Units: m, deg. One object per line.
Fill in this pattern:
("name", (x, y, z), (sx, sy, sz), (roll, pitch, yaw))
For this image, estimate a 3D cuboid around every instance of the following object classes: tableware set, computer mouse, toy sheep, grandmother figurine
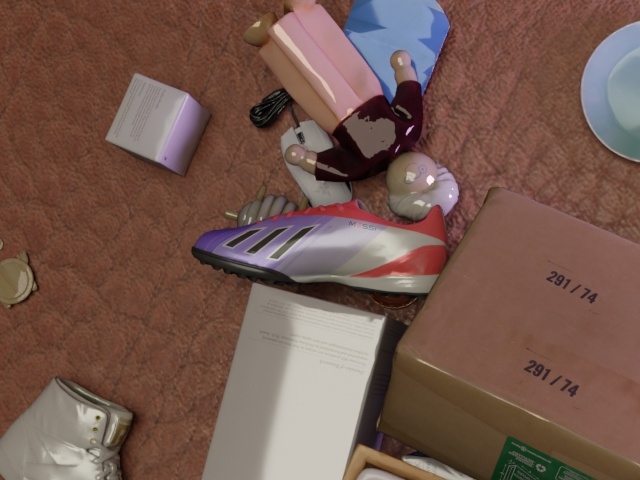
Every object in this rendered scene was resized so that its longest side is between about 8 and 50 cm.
("tableware set", (-0.486, 0.058, 1.746), (0.168, 0.020, 0.141), (-41, 77, 3))
("computer mouse", (-0.017, -0.124, 1.649), (0.106, 0.042, 0.193), (-28, 76, 7))
("toy sheep", (-0.062, -0.021, 1.624), (0.132, 0.091, 0.091), (13, 85, 10))
("grandmother figurine", (0.045, -0.158, 1.590), (0.208, 0.104, 0.342), (-42, 83, 8))

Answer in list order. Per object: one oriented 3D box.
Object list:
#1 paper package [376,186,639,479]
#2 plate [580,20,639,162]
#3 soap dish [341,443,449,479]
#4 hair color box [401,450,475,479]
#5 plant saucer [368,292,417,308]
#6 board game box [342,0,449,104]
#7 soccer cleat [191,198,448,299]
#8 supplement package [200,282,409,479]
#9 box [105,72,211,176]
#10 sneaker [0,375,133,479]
("paper package", (0.270, 0.138, 1.412), (0.324, 0.168, 0.309), (24, 52, 15))
("plate", (0.423, -0.187, 1.565), (0.188, 0.024, 0.188), (-2, 82, 13))
("soap dish", (0.132, 0.380, 1.371), (0.290, 0.118, 0.229), (22, 90, 4))
("hair color box", (0.262, 0.360, 1.480), (0.338, 0.110, 0.185), (3, 83, 15))
("plant saucer", (0.097, 0.047, 1.612), (0.083, 0.013, 0.084), (-2, 82, 13))
("board game box", (0.094, -0.256, 1.649), (0.133, 0.033, 0.169), (22, 94, 13))
("soccer cleat", (0.000, 0.000, 1.537), (0.318, 0.108, 0.117), (6, 94, 8))
("supplement package", (-0.019, 0.220, 1.529), (0.175, 0.177, 0.293), (13, 85, 15))
("box", (-0.216, -0.154, 1.670), (0.087, 0.102, 0.101), (23, 87, 17))
("sneaker", (-0.286, 0.305, 1.616), (0.292, 0.108, 0.169), (40, 95, 17))
